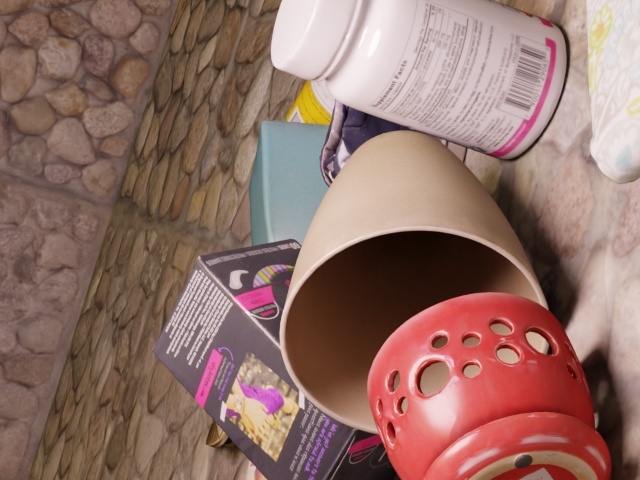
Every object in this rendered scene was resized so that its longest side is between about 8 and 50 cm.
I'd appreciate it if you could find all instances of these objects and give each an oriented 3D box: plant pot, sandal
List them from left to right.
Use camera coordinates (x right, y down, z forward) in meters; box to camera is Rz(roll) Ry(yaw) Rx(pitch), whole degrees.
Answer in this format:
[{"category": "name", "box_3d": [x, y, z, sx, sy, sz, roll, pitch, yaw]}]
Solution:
[{"category": "sandal", "box_3d": [-0.134, 0.273, 2.271, 0.180, 0.049, 0.072, 125, 165, -77]}, {"category": "plant pot", "box_3d": [0.000, 0.000, 1.920, 0.165, 0.166, 0.234, 106, 166, -60]}, {"category": "plant pot", "box_3d": [0.090, 0.012, 1.584, 0.274, 0.256, 0.256, -90, 25, -54]}, {"category": "plant pot", "box_3d": [0.151, 0.170, 1.357, 0.191, 0.191, 0.174, -60, 30, 31]}]

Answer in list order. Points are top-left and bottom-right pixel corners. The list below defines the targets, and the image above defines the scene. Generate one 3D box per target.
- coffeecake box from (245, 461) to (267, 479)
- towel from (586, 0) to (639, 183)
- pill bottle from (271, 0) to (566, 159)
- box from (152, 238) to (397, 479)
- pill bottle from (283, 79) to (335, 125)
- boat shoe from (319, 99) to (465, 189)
[{"category": "coffeecake box", "box_3d": [-0.024, 0.258, 1.934, 0.185, 0.068, 0.142, 152, 132, -65]}, {"category": "towel", "box_3d": [0.345, -0.276, 1.361, 0.320, 0.090, 0.374, 129, 152, -53]}, {"category": "pill bottle", "box_3d": [0.102, -0.201, 1.657, 0.160, 0.283, 0.160, -162, 90, -71]}, {"category": "box", "box_3d": [-0.025, 0.142, 1.701, 0.270, 0.165, 0.143, 45, 123, 25]}, {"category": "pill bottle", "box_3d": [0.058, -0.198, 2.004, 0.245, 0.136, 0.136, -56, 25, 39]}, {"category": "boat shoe", "box_3d": [0.067, -0.026, 1.791, 0.127, 0.158, 0.340, 138, 145, -56]}]
